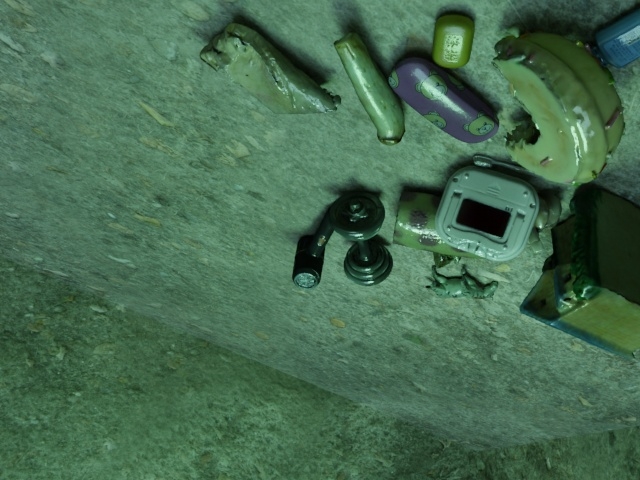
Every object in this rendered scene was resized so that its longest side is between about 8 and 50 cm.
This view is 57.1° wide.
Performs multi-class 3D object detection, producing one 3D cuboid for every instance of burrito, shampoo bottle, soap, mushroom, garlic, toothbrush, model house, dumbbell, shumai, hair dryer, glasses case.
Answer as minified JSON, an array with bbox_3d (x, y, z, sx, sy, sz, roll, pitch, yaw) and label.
[{"bbox_3d":[-0.127,-0.412,1.484,0.348,0.107,0.175,30,159,-20],"label":"burrito"},{"bbox_3d":[0.649,-0.423,1.214,0.104,0.061,0.258,34,142,-25],"label":"shampoo bottle"},{"bbox_3d":[0.298,-0.445,1.326,0.089,0.045,0.140,11,147,12],"label":"soap"},{"bbox_3d":[0.128,-0.371,1.442,0.087,0.107,0.333,-21,133,18],"label":"mushroom"},{"bbox_3d":[0.621,-0.056,1.670,0.127,0.194,0.131,14,142,-15],"label":"garlic"},{"bbox_3d":[0.571,-0.189,1.624,0.307,0.029,0.025,13,140,0],"label":"toothbrush"},{"bbox_3d":[0.758,0.105,1.676,0.335,0.382,0.342,23,144,-13],"label":"model house"},{"bbox_3d":[0.139,0.000,1.932,0.179,0.179,0.406,3,145,16],"label":"dumbbell"},{"bbox_3d":[0.427,0.038,1.972,0.087,0.099,0.123,-6,148,0],"label":"shumai"},{"bbox_3d":[0.000,0.000,2.009,0.107,0.189,0.352,18,133,-10],"label":"hair dryer"},{"bbox_3d":[0.306,-0.339,1.449,0.316,0.075,0.123,29,153,-24],"label":"glasses case"}]

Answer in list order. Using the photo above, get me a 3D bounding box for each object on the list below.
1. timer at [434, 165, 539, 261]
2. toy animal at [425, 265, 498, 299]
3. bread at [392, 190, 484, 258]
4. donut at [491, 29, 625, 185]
[{"bbox_3d":[0.461,-0.075,1.637,0.262,0.237,0.087,20,-175,17],"label":"timer"},{"bbox_3d":[0.510,0.162,2.125,0.255,0.089,0.170,9,150,12],"label":"toy animal"},{"bbox_3d":[0.395,-0.039,1.798,0.338,0.155,0.187,8,150,9],"label":"bread"},{"bbox_3d":[0.526,-0.282,1.299,0.150,0.307,0.371,-35,137,-5],"label":"donut"}]
